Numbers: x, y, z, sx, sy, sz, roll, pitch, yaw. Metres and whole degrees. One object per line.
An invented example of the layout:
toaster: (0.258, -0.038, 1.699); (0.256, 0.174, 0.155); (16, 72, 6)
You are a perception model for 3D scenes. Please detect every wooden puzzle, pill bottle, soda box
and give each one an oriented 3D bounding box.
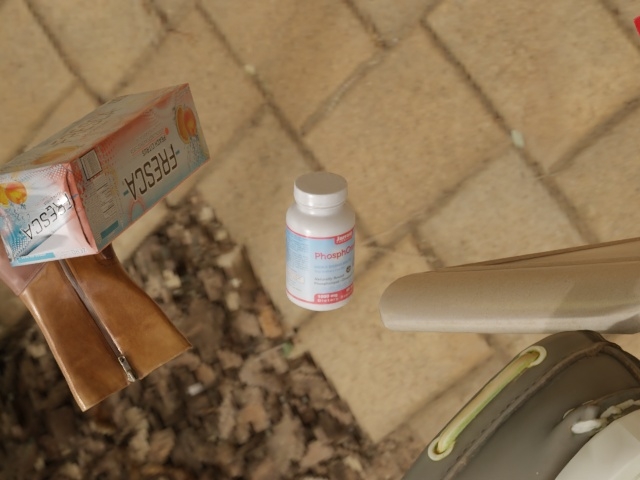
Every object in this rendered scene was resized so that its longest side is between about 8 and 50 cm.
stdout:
wooden puzzle: (0.179, 0.014, 0.635); (0.221, 0.238, 0.044); (-7, 95, 62)
pill bottle: (0.000, 0.000, 1.584); (0.087, 0.087, 0.160); (20, 125, 31)
soda box: (-0.135, -0.045, 0.802); (0.063, 0.183, 0.058); (-8, 108, 21)

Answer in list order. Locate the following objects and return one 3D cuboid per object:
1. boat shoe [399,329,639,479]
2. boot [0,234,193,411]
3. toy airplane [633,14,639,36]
boat shoe: (0.034, 0.168, 0.498); (0.305, 0.109, 0.091); (-51, 36, 9)
boot: (-0.234, 0.015, 1.458); (0.280, 0.264, 0.096); (55, 167, -3)
toy airplane: (0.262, -0.130, 0.733); (0.151, 0.028, 0.151); (3, 134, 3)
